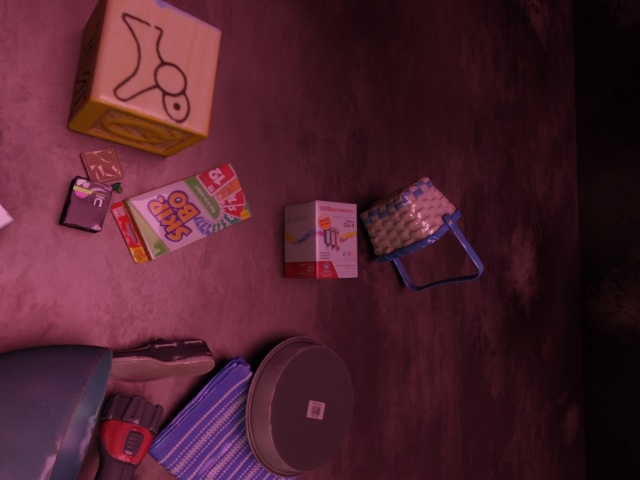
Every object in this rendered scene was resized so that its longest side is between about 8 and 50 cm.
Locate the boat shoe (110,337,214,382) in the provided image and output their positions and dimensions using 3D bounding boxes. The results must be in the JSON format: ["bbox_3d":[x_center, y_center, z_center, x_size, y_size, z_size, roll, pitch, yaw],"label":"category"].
[{"bbox_3d":[-0.306,0.221,0.845,0.206,0.075,0.065,8,40,-33],"label":"boat shoe"}]

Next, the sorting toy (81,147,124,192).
[{"bbox_3d":[-0.391,-0.123,0.811,0.062,0.012,0.083,-23,99,-42],"label":"sorting toy"}]

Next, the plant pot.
[{"bbox_3d":[-0.436,0.271,0.611,0.195,0.290,0.290,17,76,-13],"label":"plant pot"}]

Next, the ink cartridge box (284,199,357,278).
[{"bbox_3d":[0.000,0.000,1.048,0.128,0.127,0.176,1,86,-39],"label":"ink cartridge box"}]

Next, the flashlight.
[{"bbox_3d":[-0.346,0.404,0.699,0.103,0.103,0.304,86,12,-50],"label":"flashlight"}]

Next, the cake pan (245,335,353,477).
[{"bbox_3d":[-0.029,0.357,0.963,0.293,0.054,0.293,9,77,-45],"label":"cake pan"}]

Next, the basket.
[{"bbox_3d":[0.266,-0.005,1.184,0.201,0.255,0.289,-31,96,-38],"label":"basket"}]

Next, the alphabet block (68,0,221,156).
[{"bbox_3d":[-0.304,-0.278,0.774,0.192,0.193,0.197,12,80,-37],"label":"alphabet block"}]

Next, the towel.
[{"bbox_3d":[-0.161,0.431,0.927,0.243,0.040,0.336,-44,114,-20],"label":"towel"}]

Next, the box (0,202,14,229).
[{"bbox_3d":[-0.562,-0.046,0.599,0.181,0.119,0.182,-43,114,-32],"label":"box"}]

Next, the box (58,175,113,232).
[{"bbox_3d":[-0.404,-0.060,0.771,0.062,0.052,0.083,19,77,-35],"label":"box"}]

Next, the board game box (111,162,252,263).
[{"bbox_3d":[-0.268,-0.059,0.896,0.259,0.039,0.124,-28,104,-34],"label":"board game box"}]
